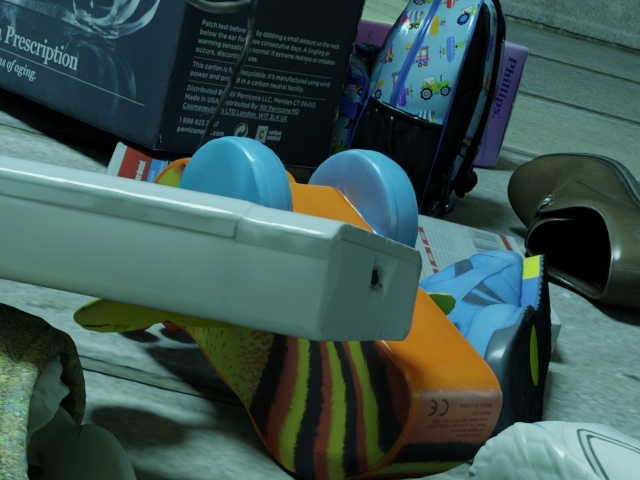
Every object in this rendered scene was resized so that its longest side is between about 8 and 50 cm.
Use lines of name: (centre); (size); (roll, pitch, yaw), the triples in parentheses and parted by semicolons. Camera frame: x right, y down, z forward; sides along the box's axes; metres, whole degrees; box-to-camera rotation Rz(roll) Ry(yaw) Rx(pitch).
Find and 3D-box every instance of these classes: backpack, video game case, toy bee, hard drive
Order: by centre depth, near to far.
hard drive: (-0.128, -0.011, 0.625); (0.307, 0.040, 0.203); (11, -1, 11)
toy bee: (-0.026, 0.015, 0.823); (0.195, 0.162, 0.298); (18, 37, -22)
video game case: (0.000, 0.000, 1.099); (0.285, 0.025, 0.204); (14, 14, -6)
backpack: (0.075, -0.116, 1.325); (0.116, 0.173, 0.158); (18, 15, 11)

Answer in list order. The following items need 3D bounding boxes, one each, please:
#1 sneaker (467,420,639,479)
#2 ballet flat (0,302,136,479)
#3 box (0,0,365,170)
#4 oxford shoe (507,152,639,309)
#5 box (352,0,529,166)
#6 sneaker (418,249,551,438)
sneaker: (0.136, 0.130, 0.614); (0.086, 0.085, 0.237); (3, 19, -24)
ballet flat: (-0.099, 0.093, 0.462); (0.123, 0.123, 0.348); (12, 13, -13)
box: (-0.131, -0.250, 1.291); (0.179, 0.313, 0.343); (5, 13, -46)
oxford shoe: (0.183, -0.015, 1.241); (0.096, 0.083, 0.227); (5, 16, -22)
box: (0.022, -0.162, 1.568); (0.243, 0.117, 0.213); (3, 18, -37)
sneaker: (0.077, 0.056, 0.904); (0.082, 0.069, 0.209); (-2, 14, 10)
